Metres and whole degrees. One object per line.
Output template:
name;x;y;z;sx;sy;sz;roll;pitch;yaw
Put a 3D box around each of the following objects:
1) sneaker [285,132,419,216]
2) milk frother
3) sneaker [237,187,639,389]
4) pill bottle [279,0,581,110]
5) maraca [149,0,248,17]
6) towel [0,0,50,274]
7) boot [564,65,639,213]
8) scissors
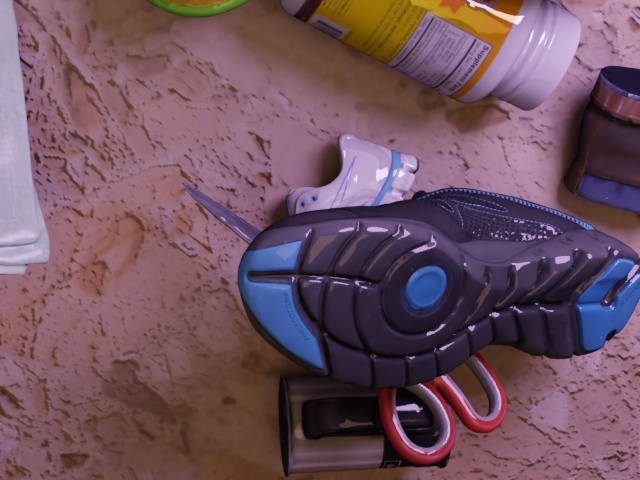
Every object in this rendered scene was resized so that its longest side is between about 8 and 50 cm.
sneaker;0.000;0.000;0.964;0.083;0.071;0.191;28;88;-6
milk frother;0.034;0.113;0.981;0.134;0.129;0.143;-2;59;-8
sneaker;0.077;0.025;0.888;0.341;0.139;0.125;4;114;-34
pill bottle;0.085;-0.182;0.906;0.215;0.117;0.117;25;97;-13
maraca;-0.069;-0.247;0.881;0.127;0.099;0.186;32;81;10
towel;-0.327;-0.103;0.756;0.325;0.038;0.248;6;66;-47
boot;0.309;-0.072;0.997;0.219;0.082;0.106;12;121;-15
scissors;0.022;0.045;0.919;0.109;0.021;0.297;-37;82;-30
